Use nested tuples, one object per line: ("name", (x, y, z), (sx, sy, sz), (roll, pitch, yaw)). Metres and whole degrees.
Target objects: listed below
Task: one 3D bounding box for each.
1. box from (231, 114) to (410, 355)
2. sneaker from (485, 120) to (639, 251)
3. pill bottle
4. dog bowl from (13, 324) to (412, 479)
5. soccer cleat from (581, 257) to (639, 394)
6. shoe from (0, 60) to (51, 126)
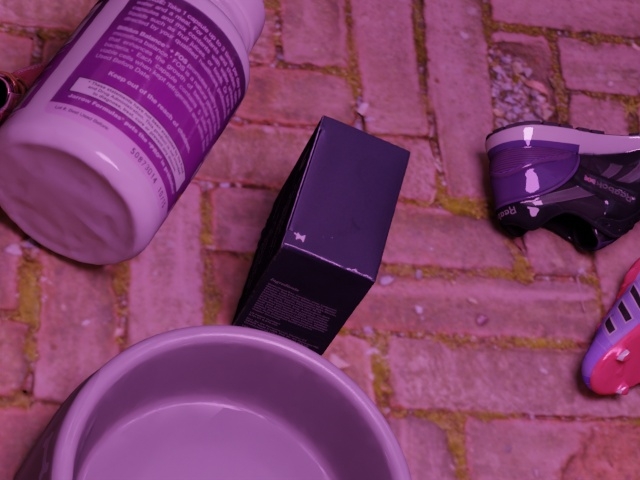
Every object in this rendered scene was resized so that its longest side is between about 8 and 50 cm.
("box", (0.000, 0.000, 1.402), (0.093, 0.158, 0.156), (22, 54, -7))
("sneaker", (0.307, -0.044, 1.607), (0.283, 0.107, 0.124), (2, 73, -16))
("pill bottle", (-0.167, -0.135, 1.417), (0.169, 0.169, 0.301), (30, 53, -1))
("dog bowl", (-0.078, 0.225, 1.261), (0.349, 0.102, 0.349), (10, 55, -15))
("soccer cleat", (0.329, 0.070, 1.549), (0.095, 0.083, 0.248), (28, 52, 36))
("shoe", (-0.289, -0.130, 1.419), (0.063, 0.081, 0.178), (42, 53, 8))
